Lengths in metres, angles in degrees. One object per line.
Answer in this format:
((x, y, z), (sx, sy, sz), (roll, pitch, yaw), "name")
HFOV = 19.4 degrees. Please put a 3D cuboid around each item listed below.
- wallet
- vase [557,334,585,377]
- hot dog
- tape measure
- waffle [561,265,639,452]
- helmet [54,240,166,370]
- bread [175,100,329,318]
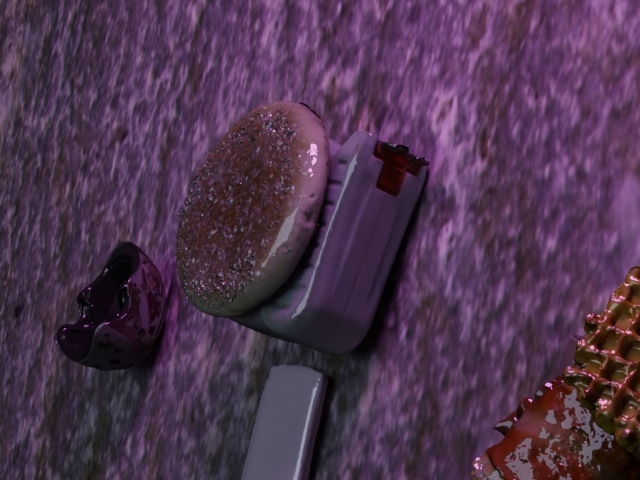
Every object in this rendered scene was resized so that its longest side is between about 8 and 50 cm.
((-0.043, 0.236, 2.169), (0.124, 0.032, 0.183), (-3, 71, 57), "wallet")
((0.243, 0.143, 1.745), (0.053, 0.053, 0.101), (30, 106, 58), "vase")
((0.235, 0.192, 1.679), (0.213, 0.103, 0.146), (-42, 60, 8), "hot dog")
((0.000, 0.000, 2.129), (0.246, 0.125, 0.243), (11, 78, 56), "tape measure")
((0.305, 0.100, 1.607), (0.191, 0.038, 0.191), (-11, 55, 16), "waffle")
((-0.263, 0.102, 2.514), (0.153, 0.107, 0.177), (-14, 45, 58), "helmet")
((-0.083, -0.041, 2.119), (0.267, 0.040, 0.267), (-32, 45, 40), "bread")
